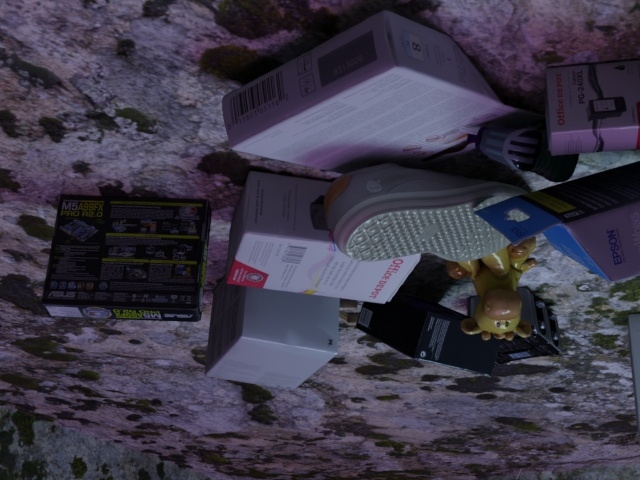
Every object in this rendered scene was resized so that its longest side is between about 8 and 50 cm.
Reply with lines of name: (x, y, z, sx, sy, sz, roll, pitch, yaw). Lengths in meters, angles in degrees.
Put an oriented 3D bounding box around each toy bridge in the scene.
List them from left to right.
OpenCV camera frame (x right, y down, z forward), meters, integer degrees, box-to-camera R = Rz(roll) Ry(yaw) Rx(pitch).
toy bridge: (0.048, 0.138, 2.158, 0.063, 0.026, 0.188, -1, 154, 9)

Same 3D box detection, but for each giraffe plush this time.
giraffe plush: (0.327, 0.096, 1.882, 0.181, 0.170, 0.210, -8, 152, 19)

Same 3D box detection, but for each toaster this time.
toaster: (0.407, 0.189, 2.135, 0.185, 0.110, 0.168, -15, 149, 30)

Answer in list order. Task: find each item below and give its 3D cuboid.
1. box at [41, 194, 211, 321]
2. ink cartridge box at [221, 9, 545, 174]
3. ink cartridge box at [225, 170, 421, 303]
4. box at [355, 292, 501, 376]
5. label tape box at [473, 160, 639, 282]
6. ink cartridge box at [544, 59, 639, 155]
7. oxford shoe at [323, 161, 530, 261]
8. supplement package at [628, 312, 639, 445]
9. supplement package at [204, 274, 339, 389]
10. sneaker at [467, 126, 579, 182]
box: (-0.335, 0.030, 1.754, 0.270, 0.216, 0.060, 2, 153, 0)
ink cartridge box: (0.100, -0.192, 1.454, 0.308, 0.091, 0.385, -21, 162, 39)
ink cartridge box: (0.000, 0.000, 1.760, 0.306, 0.131, 0.226, 7, 153, -12)
box: (0.215, 0.179, 2.015, 0.184, 0.103, 0.261, 18, -179, -25)
label tape box: (0.426, -0.027, 1.455, 0.347, 0.115, 0.249, -18, -169, -1)
ink cartridge box: (0.387, -0.183, 1.374, 0.150, 0.109, 0.063, -4, 154, 11)
oxford shoe: (0.186, -0.053, 1.621, 0.449, 0.130, 0.169, -1, 133, -39)
supplement package: (0.770, 0.318, 2.163, 0.177, 0.293, 0.175, -5, 153, 16)
supplement package: (-0.098, 0.161, 2.021, 0.199, 0.198, 0.263, 12, 153, -17)
sneaker: (0.312, -0.143, 1.509, 0.098, 0.083, 0.223, 21, -172, 36)
